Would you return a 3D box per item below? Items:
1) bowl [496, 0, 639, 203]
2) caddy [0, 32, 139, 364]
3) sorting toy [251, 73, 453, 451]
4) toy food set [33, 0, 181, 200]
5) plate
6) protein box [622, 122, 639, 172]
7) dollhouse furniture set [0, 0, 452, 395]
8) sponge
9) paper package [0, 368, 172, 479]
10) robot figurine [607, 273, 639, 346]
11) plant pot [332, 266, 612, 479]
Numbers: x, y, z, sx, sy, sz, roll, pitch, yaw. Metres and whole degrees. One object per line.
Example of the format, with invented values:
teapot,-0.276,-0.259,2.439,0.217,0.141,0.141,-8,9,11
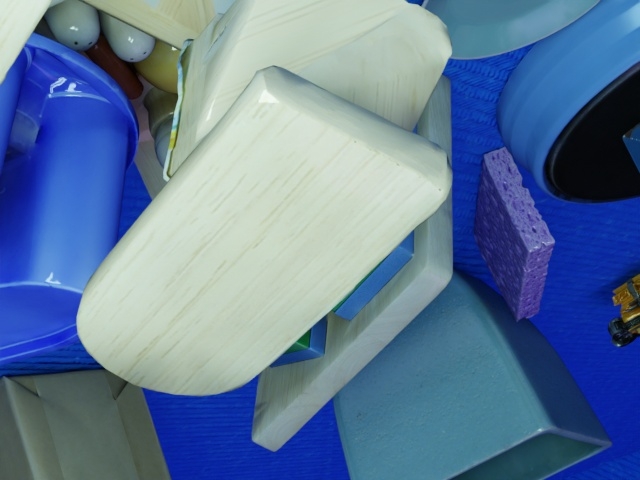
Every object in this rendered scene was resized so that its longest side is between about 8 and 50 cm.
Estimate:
bowl,0.363,-0.159,1.315,0.391,0.077,0.391,-19,157,-8
caddy,-0.279,-0.032,0.887,0.341,0.179,0.241,-16,149,28
sorting toy,0.000,0.000,1.161,0.089,0.257,0.255,27,129,-19
toy food set,-0.075,-0.131,0.966,0.219,0.092,0.306,-24,157,5
plate,0.160,-0.209,1.093,0.188,0.024,0.188,-18,157,-8
protein box,0.422,-0.044,1.265,0.201,0.200,0.136,1,148,-44
dollhouse furniture set,-0.173,-0.150,0.532,0.394,0.362,0.256,25,134,-23
sponge,0.203,-0.002,1.464,0.031,0.117,0.210,-22,157,-5
paper package,-0.306,0.340,1.516,0.168,0.309,0.325,1,147,-43
robot figurine,0.528,0.080,1.975,0.291,0.085,0.211,5,145,-48
plant pot,0.156,0.173,1.632,0.247,0.252,0.248,-30,156,19
